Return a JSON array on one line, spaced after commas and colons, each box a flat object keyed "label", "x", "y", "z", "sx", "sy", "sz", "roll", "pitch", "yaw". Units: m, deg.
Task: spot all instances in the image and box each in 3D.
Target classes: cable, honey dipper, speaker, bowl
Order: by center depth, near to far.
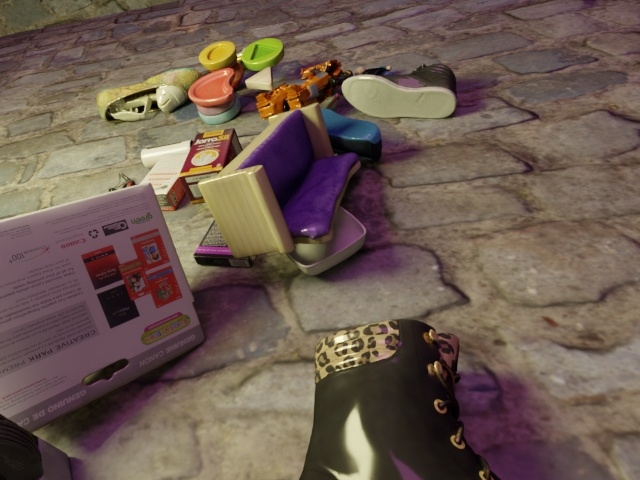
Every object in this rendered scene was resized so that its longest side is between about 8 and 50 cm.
[{"label": "bowl", "x": 0.000, "y": 0.000, "z": 0.783, "sx": 0.142, "sy": 0.053, "sz": 0.142, "roll": -30, "pitch": 45, "yaw": -16}, {"label": "speaker", "x": -0.392, "y": -0.224, "z": 1.128, "sx": 0.136, "sy": 0.055, "sz": 0.055, "roll": -9, "pitch": 42, "yaw": 6}, {"label": "honey dipper", "x": 0.022, "y": -0.368, "z": 1.191, "sx": 0.030, "sy": 0.030, "sz": 0.160, "roll": 5, "pitch": 43, "yaw": 20}, {"label": "cable", "x": -0.325, "y": -0.645, "z": 1.549, "sx": 0.287, "sy": 0.072, "sz": 0.139, "roll": -15, "pitch": 37, "yaw": 0}]

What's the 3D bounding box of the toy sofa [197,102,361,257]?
[{"label": "toy sofa", "x": -0.049, "y": -0.131, "z": 0.799, "sx": 0.177, "sy": 0.150, "sz": 0.362, "roll": -9, "pitch": 29, "yaw": 21}]

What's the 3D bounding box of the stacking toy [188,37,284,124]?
[{"label": "stacking toy", "x": -0.239, "y": -0.478, "z": 1.319, "sx": 0.280, "sy": 0.130, "sz": 0.309, "roll": -4, "pitch": 54, "yaw": 12}]

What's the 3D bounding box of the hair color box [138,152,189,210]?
[{"label": "hair color box", "x": -0.363, "y": -0.143, "z": 1.035, "sx": 0.093, "sy": 0.053, "sz": 0.167, "roll": 1, "pitch": 43, "yaw": 15}]

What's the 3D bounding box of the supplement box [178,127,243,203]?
[{"label": "supplement box", "x": -0.253, "y": -0.181, "z": 1.024, "sx": 0.104, "sy": 0.080, "sz": 0.188, "roll": -8, "pitch": 42, "yaw": 7}]

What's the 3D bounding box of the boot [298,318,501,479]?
[{"label": "boot", "x": 0.146, "y": 0.225, "z": 0.448, "sx": 0.377, "sy": 0.138, "sz": 0.284, "roll": -9, "pitch": 42, "yaw": 14}]

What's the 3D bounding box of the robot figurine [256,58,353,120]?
[{"label": "robot figurine", "x": -0.035, "y": -0.421, "z": 1.189, "sx": 0.211, "sy": 0.085, "sz": 0.291, "roll": 0, "pitch": 34, "yaw": 37}]

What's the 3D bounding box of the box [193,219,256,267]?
[{"label": "box", "x": -0.167, "y": -0.015, "z": 0.862, "sx": 0.116, "sy": 0.029, "sz": 0.162, "roll": 2, "pitch": 46, "yaw": 16}]

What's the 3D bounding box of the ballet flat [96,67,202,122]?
[{"label": "ballet flat", "x": -0.541, "y": -0.452, "z": 1.384, "sx": 0.349, "sy": 0.123, "sz": 0.123, "roll": -14, "pitch": 42, "yaw": 0}]

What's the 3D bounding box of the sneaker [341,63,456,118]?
[{"label": "sneaker", "x": 0.212, "y": -0.394, "z": 1.118, "sx": 0.296, "sy": 0.104, "sz": 0.147, "roll": 13, "pitch": 47, "yaw": 19}]

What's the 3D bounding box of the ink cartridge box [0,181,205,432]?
[{"label": "ink cartridge box", "x": -0.368, "y": 0.090, "z": 0.637, "sx": 0.309, "sy": 0.271, "sz": 0.130, "roll": -23, "pitch": 10, "yaw": -35}]

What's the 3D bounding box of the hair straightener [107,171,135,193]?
[{"label": "hair straightener", "x": -0.487, "y": -0.098, "z": 1.023, "sx": 0.089, "sy": 0.047, "sz": 0.230, "roll": -21, "pitch": 42, "yaw": -8}]

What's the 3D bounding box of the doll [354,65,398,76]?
[{"label": "doll", "x": 0.164, "y": -0.470, "z": 1.247, "sx": 0.129, "sy": 0.046, "sz": 0.189, "roll": -32, "pitch": 45, "yaw": -20}]

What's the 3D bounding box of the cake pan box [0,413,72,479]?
[{"label": "cake pan box", "x": -0.450, "y": 0.283, "z": 0.459, "sx": 0.267, "sy": 0.245, "sz": 0.070, "roll": -29, "pitch": 48, "yaw": -18}]

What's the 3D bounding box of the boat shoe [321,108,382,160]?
[{"label": "boat shoe", "x": 0.030, "y": -0.235, "z": 1.006, "sx": 0.109, "sy": 0.089, "sz": 0.258, "roll": -41, "pitch": 47, "yaw": -16}]
